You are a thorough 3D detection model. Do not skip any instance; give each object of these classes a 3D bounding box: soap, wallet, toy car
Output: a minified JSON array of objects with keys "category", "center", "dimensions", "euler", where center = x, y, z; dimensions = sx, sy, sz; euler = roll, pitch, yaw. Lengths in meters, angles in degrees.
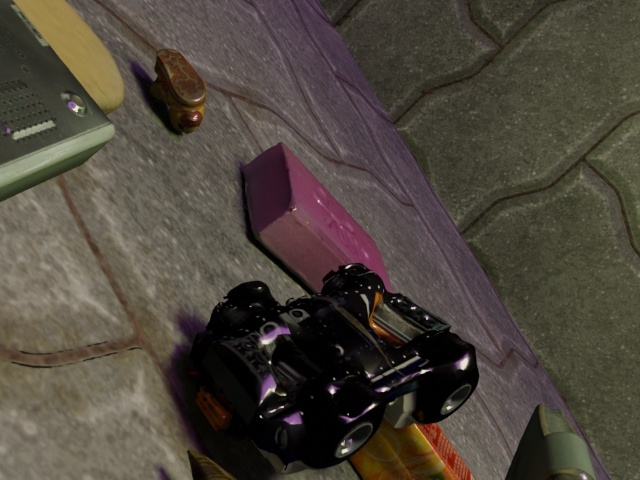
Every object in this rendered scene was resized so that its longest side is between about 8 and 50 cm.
[{"category":"soap","center":[0.001,-0.001,1.103],"dimensions":[0.259,0.081,0.181],"euler":[45,20,-32]},{"category":"wallet","center":[0.261,0.356,0.909],"dimensions":[0.083,0.252,0.360],"euler":[20,15,7]},{"category":"toy car","center":[0.011,0.120,0.738],"dimensions":[0.301,0.118,0.193],"euler":[-11,45,-44]}]

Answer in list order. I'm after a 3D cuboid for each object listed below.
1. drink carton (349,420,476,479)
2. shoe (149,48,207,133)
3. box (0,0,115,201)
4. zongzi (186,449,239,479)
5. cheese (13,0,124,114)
[{"category":"drink carton","center":[0.115,0.275,0.869],"dimensions":[0.222,0.096,0.071],"euler":[55,17,0]},{"category":"shoe","center":[-0.182,-0.194,0.986],"dimensions":[0.109,0.069,0.072],"euler":[47,53,9]},{"category":"box","center":[-0.242,-0.139,0.404],"dimensions":[0.270,0.045,0.211],"euler":[53,20,-7]},{"category":"zongzi","center":[-0.020,0.255,0.587],"dimensions":[0.184,0.084,0.187],"euler":[55,6,37]},{"category":"cheese","center":[-0.292,-0.162,0.562],"dimensions":[0.384,0.104,0.384],"euler":[49,18,-21]}]
